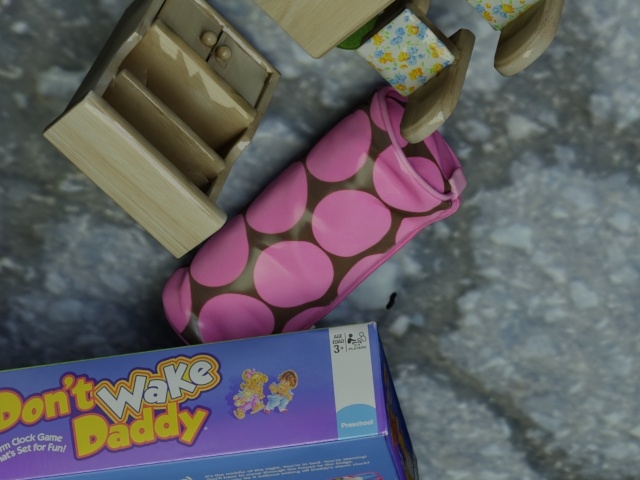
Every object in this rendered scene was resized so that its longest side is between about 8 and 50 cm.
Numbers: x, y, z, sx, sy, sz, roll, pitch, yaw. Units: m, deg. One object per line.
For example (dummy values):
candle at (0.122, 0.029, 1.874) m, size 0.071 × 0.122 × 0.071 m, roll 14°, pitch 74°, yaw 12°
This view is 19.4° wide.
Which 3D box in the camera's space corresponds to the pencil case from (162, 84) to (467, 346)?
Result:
pencil case at (0.000, 0.000, 1.201) m, size 0.209 × 0.095 × 0.098 m, roll -43°, pitch 85°, yaw 22°

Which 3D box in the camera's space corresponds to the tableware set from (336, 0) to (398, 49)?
tableware set at (0.000, -0.187, 1.130) m, size 0.104 × 0.024 × 0.154 m, roll -36°, pitch 115°, yaw 23°

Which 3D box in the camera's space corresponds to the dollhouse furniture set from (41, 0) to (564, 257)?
dollhouse furniture set at (-0.020, -0.127, 1.052) m, size 0.212 × 0.161 × 0.242 m, roll 43°, pitch 125°, yaw -17°

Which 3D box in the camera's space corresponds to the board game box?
board game box at (-0.115, 0.159, 1.242) m, size 0.347 × 0.078 × 0.233 m, roll -8°, pitch 151°, yaw 5°
